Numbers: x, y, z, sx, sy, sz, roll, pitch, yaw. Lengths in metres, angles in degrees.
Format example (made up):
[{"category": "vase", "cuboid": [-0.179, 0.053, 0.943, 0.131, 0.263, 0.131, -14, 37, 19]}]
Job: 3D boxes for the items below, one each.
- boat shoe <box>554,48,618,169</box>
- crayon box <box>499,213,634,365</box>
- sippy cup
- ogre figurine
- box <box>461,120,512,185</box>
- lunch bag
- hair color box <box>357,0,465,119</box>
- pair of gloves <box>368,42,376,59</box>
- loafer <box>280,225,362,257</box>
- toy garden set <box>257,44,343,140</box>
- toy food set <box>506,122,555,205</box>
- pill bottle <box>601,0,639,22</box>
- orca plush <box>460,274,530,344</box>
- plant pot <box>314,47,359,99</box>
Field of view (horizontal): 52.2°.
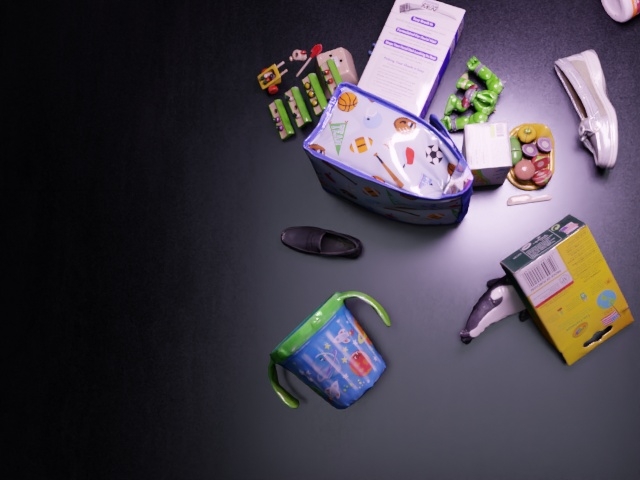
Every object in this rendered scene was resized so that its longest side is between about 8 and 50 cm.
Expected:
[{"category": "boat shoe", "cuboid": [0.673, -0.325, 1.643, 0.103, 0.118, 0.321, -11, 76, 14]}, {"category": "crayon box", "cuboid": [0.588, 0.123, 1.549, 0.202, 0.081, 0.319, -34, 113, 2]}, {"category": "sippy cup", "cuboid": [0.031, 0.285, 1.614, 0.224, 0.305, 0.240, 48, 47, 3]}, {"category": "ogre figurine", "cuboid": [0.400, -0.367, 1.703, 0.118, 0.097, 0.197, 27, 75, 24]}, {"category": "box", "cuboid": [0.409, -0.209, 1.621, 0.103, 0.203, 0.114, -4, 83, 10]}, {"category": "lunch bag", "cuboid": [0.191, -0.181, 1.594, 0.385, 0.328, 0.239, 29, 85, 14]}, {"category": "hair color box", "cuboid": [0.231, -0.464, 1.719, 0.185, 0.110, 0.339, 23, 86, 13]}, {"category": "pair of gloves", "cuboid": [0.196, -0.454, 1.788, 0.159, 0.023, 0.198, 15, 84, 12]}, {"category": "loafer", "cuboid": [0.000, 0.000, 1.723, 0.223, 0.078, 0.076, 10, 83, 11]}, {"category": "toy garden set", "cuboid": [-0.064, -0.417, 1.753, 0.244, 0.049, 0.204, -30, 76, 35]}, {"category": "toy food set", "cuboid": [0.537, -0.203, 1.665, 0.128, 0.071, 0.218, 0, 82, 10]}, {"category": "pill bottle", "cuboid": [0.839, -0.662, 1.658, 0.221, 0.121, 0.121, -31, 78, 4]}, {"category": "orca plush", "cuboid": [0.451, 0.146, 1.638, 0.151, 0.102, 0.287, 37, 99, -31]}, {"category": "plant pot", "cuboid": [0.039, -0.463, 1.778, 0.109, 0.096, 0.109, -16, 79, 8]}]
